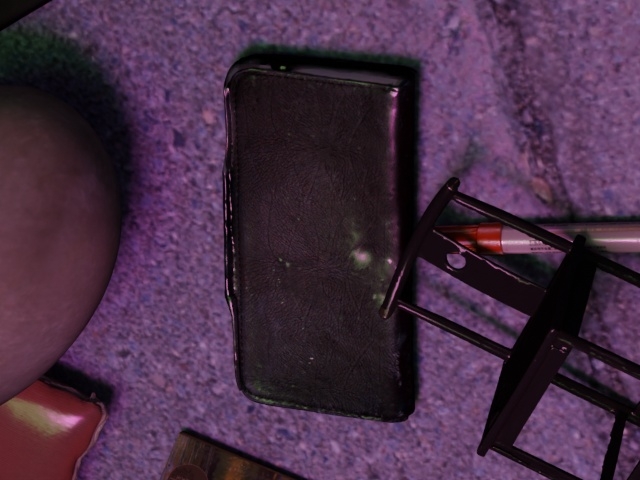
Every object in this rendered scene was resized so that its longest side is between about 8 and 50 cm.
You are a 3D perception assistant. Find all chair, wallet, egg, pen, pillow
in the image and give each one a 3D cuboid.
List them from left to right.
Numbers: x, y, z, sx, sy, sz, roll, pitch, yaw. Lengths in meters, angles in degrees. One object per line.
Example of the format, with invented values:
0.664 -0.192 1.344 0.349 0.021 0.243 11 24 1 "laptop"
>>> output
-0.318 0.016 1.663 0.352 0.258 0.258 -36 96 28 "egg"
-0.292 0.185 1.838 0.171 0.075 0.179 27 120 10 "pillow"
0.000 0.000 1.647 0.172 0.045 0.318 6 115 17 "wallet"
0.177 0.084 1.536 0.260 0.141 0.154 25 126 0 "chair"
0.201 -0.002 1.570 0.239 0.028 0.028 -1 113 23 "pen"

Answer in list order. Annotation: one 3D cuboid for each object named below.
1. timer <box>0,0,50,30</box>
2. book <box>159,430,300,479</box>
-0.309 -0.240 1.662 0.187 0.055 0.144 -25 101 30 "timer"
-0.056 0.288 1.771 0.228 0.024 0.160 22 85 13 "book"
